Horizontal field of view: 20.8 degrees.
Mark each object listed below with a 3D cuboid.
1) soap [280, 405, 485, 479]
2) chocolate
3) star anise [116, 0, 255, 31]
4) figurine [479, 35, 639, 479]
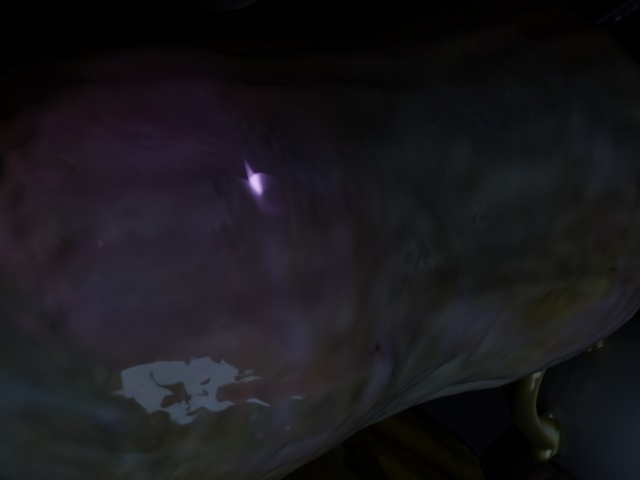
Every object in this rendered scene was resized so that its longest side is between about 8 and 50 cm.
[{"bbox_3d":[0.011,0.101,0.680,0.080,0.160,0.257,-39,150,6],"label":"soap"},{"bbox_3d":[0.000,0.000,0.507,0.309,0.134,0.134,-11,142,-43],"label":"chocolate"},{"bbox_3d":[0.011,-0.132,0.417,0.209,0.089,0.231,-34,159,-30],"label":"star anise"},{"bbox_3d":[0.158,0.000,0.690,0.189,0.142,0.263,-6,124,-53],"label":"figurine"}]
